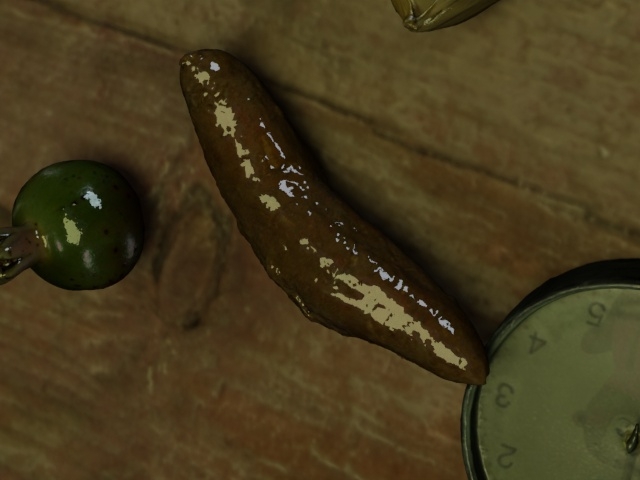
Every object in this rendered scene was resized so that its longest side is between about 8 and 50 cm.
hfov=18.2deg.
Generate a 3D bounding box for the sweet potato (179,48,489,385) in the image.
[{"bbox_3d":[-0.003,0.000,1.553,0.341,0.092,0.114,49,144,9],"label":"sweet potato"}]

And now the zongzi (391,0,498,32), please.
[{"bbox_3d":[0.103,-0.270,1.444,0.194,0.099,0.197,-27,85,26],"label":"zongzi"}]

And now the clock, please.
[{"bbox_3d":[0.240,0.153,1.517,0.281,0.055,0.280,6,106,21],"label":"clock"}]

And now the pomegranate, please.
[{"bbox_3d":[-0.211,-0.006,1.620,0.114,0.142,0.114,25,126,39],"label":"pomegranate"}]
